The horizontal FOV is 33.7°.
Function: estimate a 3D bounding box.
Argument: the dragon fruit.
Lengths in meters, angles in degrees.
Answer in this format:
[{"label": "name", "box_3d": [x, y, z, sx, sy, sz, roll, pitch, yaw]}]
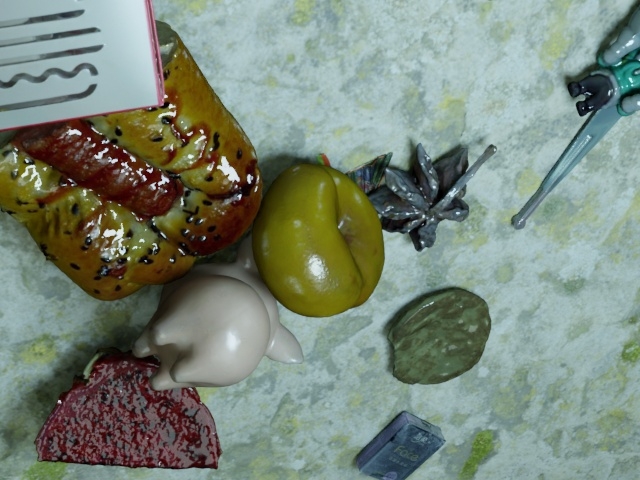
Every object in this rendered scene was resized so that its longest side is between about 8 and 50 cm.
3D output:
[{"label": "dragon fruit", "box_3d": [-0.320, 0.270, 1.827, 0.316, 0.152, 0.205, 6, 106, -5]}]

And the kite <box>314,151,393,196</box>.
[{"label": "kite", "box_3d": [0.020, -0.068, 1.754, 0.241, 0.014, 0.183, -22, 128, 0]}]

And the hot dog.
[{"label": "hot dog", "box_3d": [-0.277, -0.085, 1.539, 0.367, 0.196, 0.365, -29, 133, 8]}]

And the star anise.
[{"label": "star anise", "box_3d": [0.186, -0.077, 1.752, 0.209, 0.089, 0.231, 9, 134, -33]}]

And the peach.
[{"label": "peach", "box_3d": [0.000, 0.000, 1.652, 0.153, 0.251, 0.251, -4, 138, 33]}]

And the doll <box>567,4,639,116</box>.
[{"label": "doll", "box_3d": [0.540, -0.265, 1.678, 0.195, 0.153, 0.258, 41, 95, 1]}]

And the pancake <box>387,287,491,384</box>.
[{"label": "pancake", "box_3d": [0.222, 0.184, 1.989, 0.222, 0.042, 0.236, -33, 132, 2]}]

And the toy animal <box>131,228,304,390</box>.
[{"label": "toy animal", "box_3d": [-0.165, 0.131, 1.666, 0.269, 0.326, 0.237, -22, 95, -24]}]

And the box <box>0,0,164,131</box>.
[{"label": "box", "box_3d": [-0.364, -0.330, 1.243, 0.314, 0.312, 0.300, -11, 129, -11]}]

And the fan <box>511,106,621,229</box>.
[{"label": "fan", "box_3d": [0.427, -0.127, 1.835, 0.057, 0.023, 0.282, 16, 120, -37]}]

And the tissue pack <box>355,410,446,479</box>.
[{"label": "tissue pack", "box_3d": [0.161, 0.422, 2.141, 0.112, 0.051, 0.156, 29, 113, -32]}]
